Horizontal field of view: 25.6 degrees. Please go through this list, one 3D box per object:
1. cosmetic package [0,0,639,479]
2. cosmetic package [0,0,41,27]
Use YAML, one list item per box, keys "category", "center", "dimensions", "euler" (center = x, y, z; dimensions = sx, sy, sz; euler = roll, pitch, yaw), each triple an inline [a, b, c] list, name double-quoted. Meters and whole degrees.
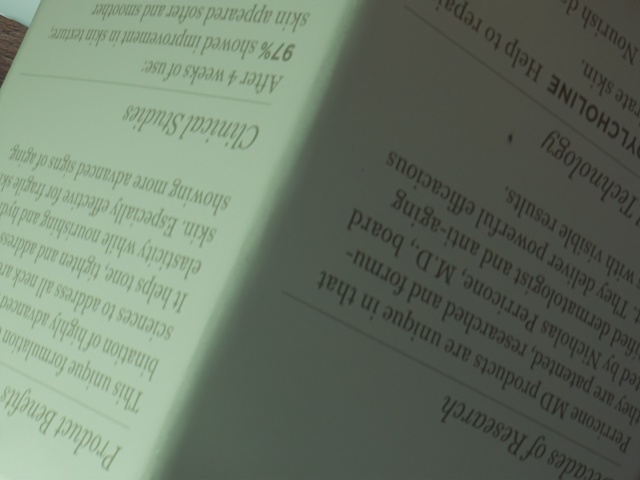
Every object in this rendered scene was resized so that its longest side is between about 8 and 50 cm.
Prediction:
- category: "cosmetic package"
  center: [0.000, 0.000, 0.837]
  dimensions: [0.327, 0.393, 0.329]
  euler: [29, 172, -37]
- category: "cosmetic package"
  center: [-0.201, -0.218, 1.100]
  dimensions: [0.117, 0.085, 0.231]
  euler: [28, 173, -30]
